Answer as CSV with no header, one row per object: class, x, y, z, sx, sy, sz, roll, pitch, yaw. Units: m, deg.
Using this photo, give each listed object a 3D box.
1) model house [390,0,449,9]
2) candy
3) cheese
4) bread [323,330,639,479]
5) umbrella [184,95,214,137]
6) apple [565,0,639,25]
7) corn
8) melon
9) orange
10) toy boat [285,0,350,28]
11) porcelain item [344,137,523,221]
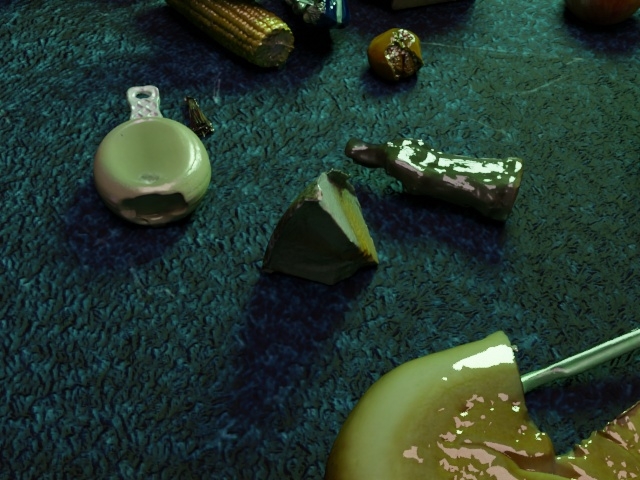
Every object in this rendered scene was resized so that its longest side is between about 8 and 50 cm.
model house,0.174,-0.502,1.317,0.244,0.169,0.326,33,54,13
candy,0.394,0.081,0.863,0.439,0.119,0.119,-19,52,-11
cheese,-0.208,-0.115,0.981,0.137,0.064,0.227,-5,48,-13
bread,0.162,0.233,0.642,0.333,0.160,0.333,2,48,-2
umbrella,-0.162,-0.163,1.059,0.031,0.020,0.083,-12,46,-18
apple,0.455,-0.419,1.281,0.146,0.146,0.146,3,48,-3
corn,-0.145,-0.334,1.171,0.081,0.081,0.248,-34,60,-31
melon,-0.005,-0.001,0.877,0.139,0.202,0.093,-33,74,10
orange,0.108,-0.272,1.157,0.086,0.062,0.086,3,45,-3
toy boat,-0.094,-0.381,1.147,0.291,0.067,0.220,13,28,-32
porcelain item,0.133,-0.084,0.984,0.215,0.069,0.081,14,52,5
